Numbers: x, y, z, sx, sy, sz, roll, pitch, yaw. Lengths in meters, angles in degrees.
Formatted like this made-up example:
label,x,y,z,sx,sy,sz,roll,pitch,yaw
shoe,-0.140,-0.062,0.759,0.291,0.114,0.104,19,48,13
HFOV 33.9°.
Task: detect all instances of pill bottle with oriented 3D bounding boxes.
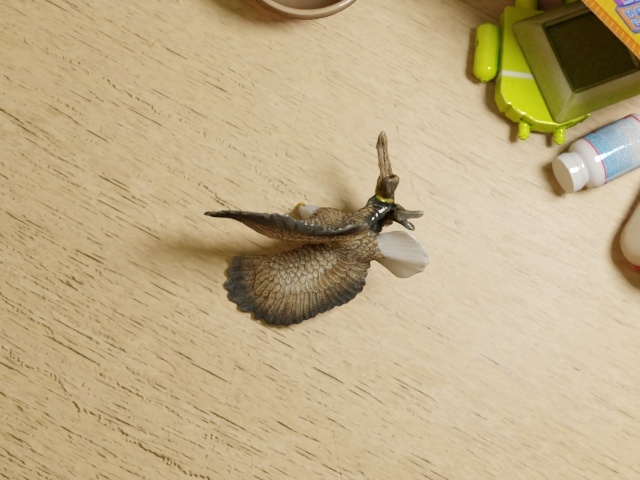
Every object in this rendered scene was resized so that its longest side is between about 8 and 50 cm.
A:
label,x,y,z,sx,sy,sz,roll,pitch,yaw
pill bottle,0.468,-0.140,1.735,0.160,0.087,0.087,-25,84,-9

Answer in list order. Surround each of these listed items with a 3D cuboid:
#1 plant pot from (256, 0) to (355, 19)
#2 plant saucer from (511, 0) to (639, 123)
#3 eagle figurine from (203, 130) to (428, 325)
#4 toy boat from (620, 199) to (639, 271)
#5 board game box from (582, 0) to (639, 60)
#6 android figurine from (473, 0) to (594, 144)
label,x,y,z,sx,sy,sz,roll,pitch,yaw
plant pot,-0.029,-0.465,1.726,0.237,0.110,0.237,1,81,-6
plant saucer,0.437,-0.310,1.724,0.188,0.045,0.188,-21,81,-10
eagle figurine,-0.005,-0.001,1.625,0.298,0.225,0.226,-27,95,-20
toy boat,0.610,-0.028,1.719,0.151,0.151,0.231,34,86,-34
board game box,0.562,-0.484,1.574,0.356,0.356,0.356,48,118,6
android figurine,0.380,-0.295,1.765,0.248,0.056,0.273,5,79,-6
